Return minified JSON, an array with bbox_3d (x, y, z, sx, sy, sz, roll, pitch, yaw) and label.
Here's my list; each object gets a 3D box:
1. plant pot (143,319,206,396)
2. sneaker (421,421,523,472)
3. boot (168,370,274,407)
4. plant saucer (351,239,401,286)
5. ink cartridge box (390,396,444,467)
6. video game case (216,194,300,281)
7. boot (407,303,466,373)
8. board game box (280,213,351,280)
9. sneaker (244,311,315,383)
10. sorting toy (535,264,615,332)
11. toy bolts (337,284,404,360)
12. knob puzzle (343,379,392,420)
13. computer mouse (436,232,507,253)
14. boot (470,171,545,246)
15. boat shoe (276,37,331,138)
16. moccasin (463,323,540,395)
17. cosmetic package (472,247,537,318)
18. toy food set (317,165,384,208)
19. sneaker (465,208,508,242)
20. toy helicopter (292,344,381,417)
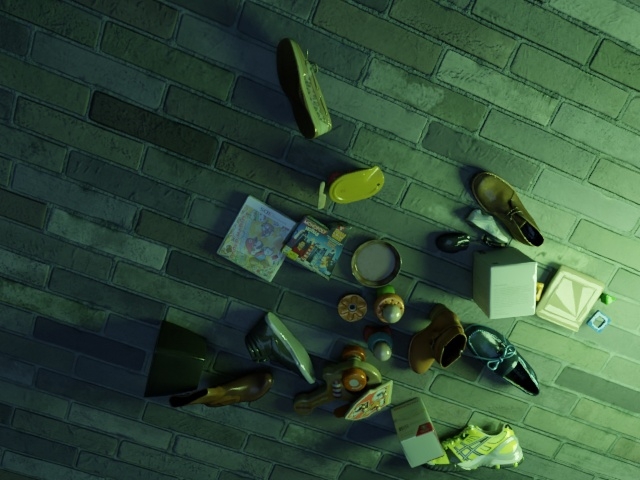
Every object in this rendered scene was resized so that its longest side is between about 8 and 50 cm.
[{"bbox_3d":[-0.484,0.409,1.465,0.166,0.187,0.188,15,105,-18],"label":"plant pot"},{"bbox_3d":[0.548,0.777,1.631,0.384,0.145,0.147,-9,76,4],"label":"sneaker"},{"bbox_3d":[-0.318,0.493,1.446,0.264,0.280,0.096,-14,67,11],"label":"boot"},{"bbox_3d":[0.186,0.075,1.453,0.168,0.029,0.169,0,106,-2],"label":"plant saucer"},{"bbox_3d":[0.346,0.687,1.559,0.128,0.176,0.127,-24,108,6],"label":"ink cartridge box"},{"bbox_3d":[-0.199,-0.004,1.423,0.206,0.026,0.227,30,104,-9],"label":"video game case"},{"bbox_3d":[0.392,0.371,1.443,0.109,0.220,0.284,24,104,-8],"label":"boot"},{"bbox_3d":[0.000,0.000,1.401,0.194,0.060,0.194,32,100,-19],"label":"board game box"},{"bbox_3d":[-0.146,0.402,1.508,0.147,0.104,0.296,-36,98,11],"label":"sneaker"},{"bbox_3d":[0.852,0.197,1.495,0.347,0.047,0.196,22,100,-8],"label":"sorting toy"},{"bbox_3d":[0.174,0.287,1.446,0.218,0.158,0.229,-6,106,0],"label":"toy bolts"},{"bbox_3d":[0.172,0.583,1.518,0.213,0.030,0.213,-20,137,-20],"label":"knob puzzle"},{"bbox_3d":[0.505,0.009,1.434,0.242,0.041,0.071,-2,106,-1],"label":"computer mouse"},{"bbox_3d":[0.602,-0.097,1.369,0.112,0.115,0.305,-43,101,13],"label":"boot"},{"bbox_3d":[-0.047,-0.447,1.270,0.089,0.104,0.285,-30,114,-32],"label":"boat shoe"},{"bbox_3d":[0.652,0.416,1.516,0.342,0.117,0.138,35,103,-10],"label":"moccasin"},{"bbox_3d":[0.598,0.136,1.416,0.151,0.151,0.184,-5,108,0],"label":"cosmetic package"},{"bbox_3d":[0.084,-0.184,1.345,0.217,0.071,0.128,-14,143,-7],"label":"toy food set"},{"bbox_3d":[0.550,-0.047,1.403,0.152,0.054,0.061,35,81,-1],"label":"sneaker"},{"bbox_3d":[0.061,0.551,1.559,0.355,0.140,0.235,-30,114,18],"label":"toy helicopter"}]
